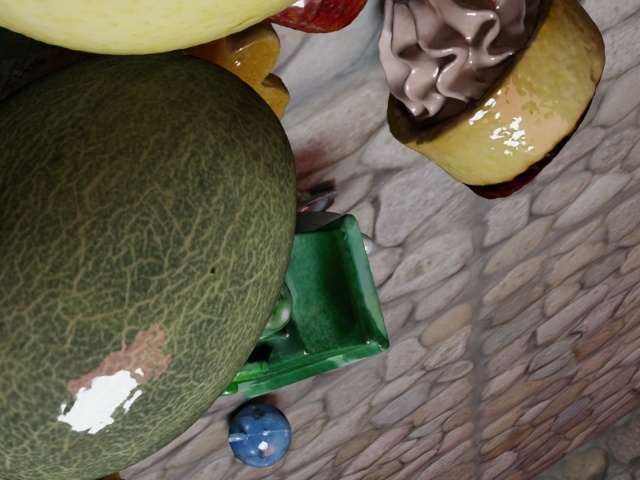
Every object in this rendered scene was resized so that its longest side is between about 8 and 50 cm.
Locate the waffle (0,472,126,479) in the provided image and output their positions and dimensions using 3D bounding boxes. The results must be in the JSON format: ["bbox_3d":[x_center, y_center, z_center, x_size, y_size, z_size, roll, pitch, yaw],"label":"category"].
[{"bbox_3d":[-0.340,0.338,1.328,0.324,0.151,0.261,-45,158,25],"label":"waffle"}]

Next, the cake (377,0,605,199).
[{"bbox_3d":[0.122,-0.155,1.052,0.178,0.185,0.208,26,124,-21],"label":"cake"}]

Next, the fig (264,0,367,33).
[{"bbox_3d":[-0.001,-0.209,0.852,0.153,0.119,0.119,-47,155,-6],"label":"fig"}]

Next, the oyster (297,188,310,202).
[{"bbox_3d":[-0.060,-0.034,1.141,0.083,0.080,0.038,-56,150,-47],"label":"oyster"}]

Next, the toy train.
[{"bbox_3d":[-0.089,0.076,1.138,0.202,0.145,0.266,-6,168,-38],"label":"toy train"}]

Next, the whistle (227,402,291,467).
[{"bbox_3d":[-0.068,0.253,1.594,0.090,0.090,0.158,-48,152,22],"label":"whistle"}]

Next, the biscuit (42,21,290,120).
[{"bbox_3d":[-0.119,-0.117,0.929,0.184,0.035,0.249,-38,153,10],"label":"biscuit"}]

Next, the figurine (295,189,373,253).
[{"bbox_3d":[0.000,0.000,1.246,0.082,0.086,0.094,-4,140,-51],"label":"figurine"}]

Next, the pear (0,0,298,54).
[{"bbox_3d":[-0.072,-0.233,0.536,0.309,0.309,0.309,-28,153,-16],"label":"pear"}]

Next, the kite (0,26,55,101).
[{"bbox_3d":[-0.125,-0.152,0.921,0.406,0.014,0.368,-27,153,-18],"label":"kite"}]

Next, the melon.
[{"bbox_3d":[-0.145,0.013,0.804,0.302,0.237,0.237,-52,157,-12],"label":"melon"}]
